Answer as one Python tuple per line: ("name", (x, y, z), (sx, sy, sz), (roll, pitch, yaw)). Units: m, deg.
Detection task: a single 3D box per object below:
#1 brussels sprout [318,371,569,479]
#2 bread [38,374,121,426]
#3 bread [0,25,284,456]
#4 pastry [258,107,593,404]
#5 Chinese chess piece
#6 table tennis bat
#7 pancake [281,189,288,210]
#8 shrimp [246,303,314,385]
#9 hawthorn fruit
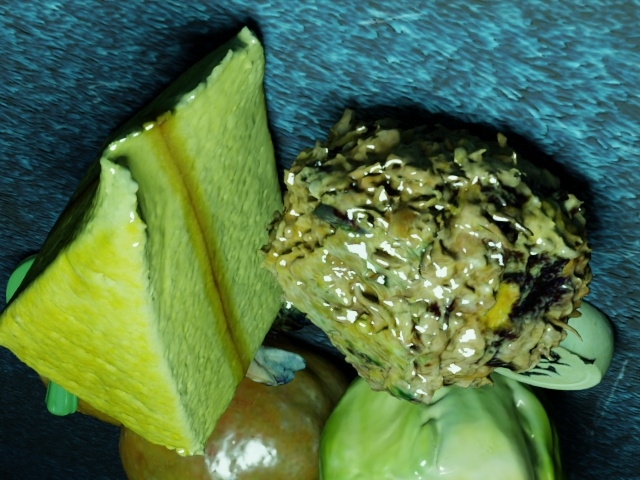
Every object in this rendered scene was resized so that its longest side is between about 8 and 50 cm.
("brussels sprout", (0.145, 0.260, 1.563), (0.344, 0.268, 0.344), (58, 177, 4))
("bread", (-0.252, 0.183, 1.959), (0.245, 0.121, 0.174), (20, 161, 9))
("bread", (-0.095, 0.008, 1.205), (0.245, 0.233, 0.361), (35, 154, -13))
("pastry", (0.080, 0.023, 1.170), (0.274, 0.193, 0.275), (19, 159, 7))
("Chinese chess piece", (0.210, 0.095, 1.422), (0.144, 0.059, 0.144), (17, 158, 7))
("table tennis bat", (-0.313, 0.118, 1.825), (0.160, 0.039, 0.257), (17, 127, 7))
("pancake", (0.000, 0.000, 1.427), (0.190, 0.020, 0.184), (33, 156, -31))
("shrimp", (-0.075, 0.072, 1.497), (0.075, 0.178, 0.289), (-25, 143, 11))
("hawthorn fruit", (-0.114, 0.218, 1.730), (0.300, 0.268, 0.268), (32, 160, 4))
